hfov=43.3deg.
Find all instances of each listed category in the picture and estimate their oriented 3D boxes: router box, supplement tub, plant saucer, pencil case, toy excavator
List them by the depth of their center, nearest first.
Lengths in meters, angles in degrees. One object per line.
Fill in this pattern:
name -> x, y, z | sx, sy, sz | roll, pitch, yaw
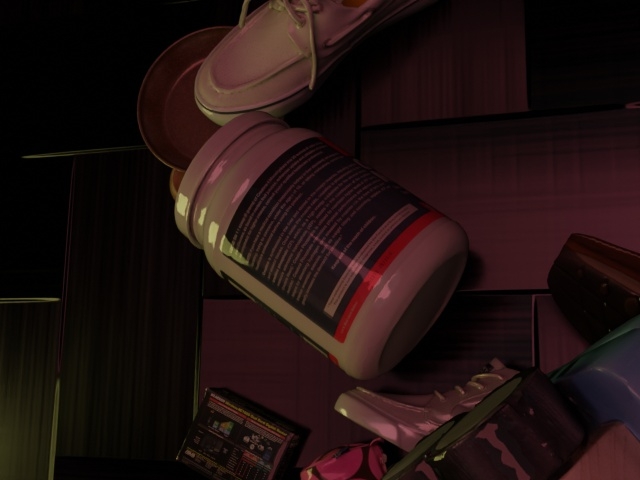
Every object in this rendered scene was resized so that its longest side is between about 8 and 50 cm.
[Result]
toy excavator -> 0.306, 0.111, 0.606 | 0.445, 0.433, 0.222 | -35, 78, -24
pencil case -> 0.054, 0.316, 0.839 | 0.098, 0.095, 0.209 | -20, 76, -1
supplement tub -> 0.000, 0.000, 0.857 | 0.272, 0.191, 0.191 | 35, 93, 21
router box -> -0.093, 0.235, 0.928 | 0.122, 0.038, 0.092 | 23, 89, 21
plant saucer -> -0.130, -0.170, 1.006 | 0.199, 0.036, 0.198 | -3, 74, 12
plant saucer -> -0.157, -0.078, 1.019 | 0.083, 0.015, 0.083 | -3, 79, 19

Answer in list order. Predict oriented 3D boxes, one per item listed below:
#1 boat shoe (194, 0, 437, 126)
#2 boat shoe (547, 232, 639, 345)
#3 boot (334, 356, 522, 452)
boat shoe -> 0.000, -0.269, 0.901 | 0.367, 0.156, 0.135 | -31, 70, 3
boat shoe -> 0.377, 0.087, 0.764 | 0.324, 0.122, 0.120 | 33, 62, 19
boot -> 0.152, 0.176, 0.836 | 0.258, 0.095, 0.123 | 21, 82, 13
